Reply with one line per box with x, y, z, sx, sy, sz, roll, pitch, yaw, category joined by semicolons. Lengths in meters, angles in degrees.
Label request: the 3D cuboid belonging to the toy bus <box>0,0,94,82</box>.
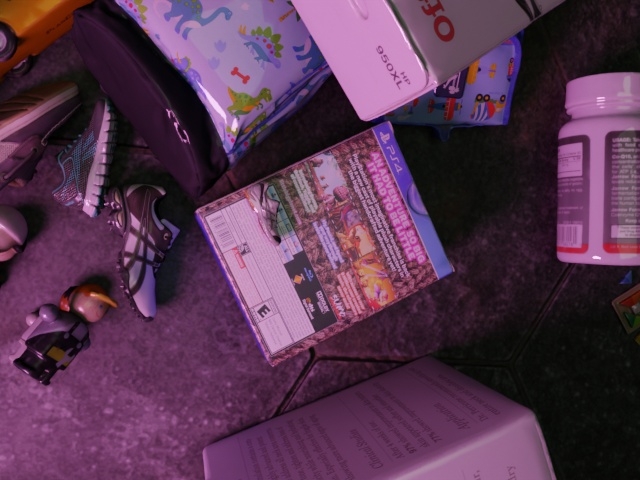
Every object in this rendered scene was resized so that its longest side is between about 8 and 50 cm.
-0.355;-0.352;0.865;0.332;0.108;0.130;-41;99;-8;toy bus

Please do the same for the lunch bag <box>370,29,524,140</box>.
0.183;-0.300;0.990;0.220;0.138;0.294;-3;104;-15;lunch bag

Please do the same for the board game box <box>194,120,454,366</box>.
0.000;0.000;0.938;0.290;0.141;0.232;-26;97;-10;board game box

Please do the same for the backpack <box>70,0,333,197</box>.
-0.098;-0.280;0.872;0.355;0.273;0.290;-37;96;-27;backpack

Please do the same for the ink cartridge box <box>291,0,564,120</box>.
0.151;-0.366;0.763;0.394;0.166;0.286;-36;100;-23;ink cartridge box

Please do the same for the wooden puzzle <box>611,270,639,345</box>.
0.543;0.117;1.126;0.078;0.014;0.116;-38;99;-9;wooden puzzle

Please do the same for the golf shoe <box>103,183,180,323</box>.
-0.240;0.016;0.920;0.093;0.077;0.198;-10;95;-12;golf shoe

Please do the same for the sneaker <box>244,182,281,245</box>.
-0.064;-0.034;0.833;0.036;0.032;0.083;-26;98;-10;sneaker

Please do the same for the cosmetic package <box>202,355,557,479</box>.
0.082;0.399;0.875;0.393;0.329;0.328;-20;96;-10;cosmetic package

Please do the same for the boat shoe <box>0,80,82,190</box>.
-0.413;-0.107;0.843;0.285;0.102;0.092;-53;134;-37;boat shoe

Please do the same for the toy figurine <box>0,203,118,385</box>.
-0.377;0.067;0.828;0.209;0.213;0.148;40;67;-14;toy figurine

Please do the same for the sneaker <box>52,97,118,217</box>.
-0.328;-0.119;0.905;0.076;0.065;0.167;11;87;-7;sneaker

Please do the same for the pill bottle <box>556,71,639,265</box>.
0.456;-0.107;1.024;0.161;0.161;0.284;0;92;-12;pill bottle
